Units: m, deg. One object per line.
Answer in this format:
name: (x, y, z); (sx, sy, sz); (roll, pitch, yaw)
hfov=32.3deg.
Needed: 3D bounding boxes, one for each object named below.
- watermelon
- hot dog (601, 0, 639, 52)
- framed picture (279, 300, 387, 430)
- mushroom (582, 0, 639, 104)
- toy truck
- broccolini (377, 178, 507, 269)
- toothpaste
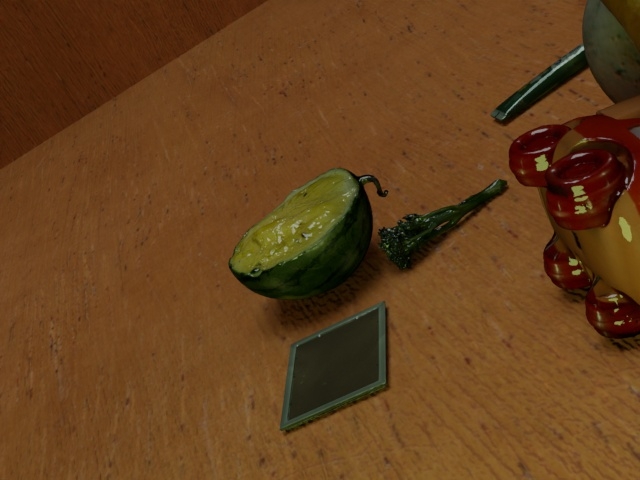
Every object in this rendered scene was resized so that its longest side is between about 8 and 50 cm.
watermelon: (-0.007, 0.004, 1.521); (0.232, 0.127, 0.204); (-35, 23, -1)
hot dog: (0.459, -0.299, 1.096); (0.367, 0.196, 0.365); (-31, 59, 3)
framed picture: (0.019, 0.151, 1.345); (0.142, 0.011, 0.183); (-26, 23, 15)
mushroom: (0.447, -0.257, 1.323); (0.244, 0.243, 0.243); (-27, 23, 13)
toy truck: (0.336, -0.051, 1.128); (0.239, 0.189, 0.265); (-23, 23, 1)
broccolini: (0.161, -0.040, 1.484); (0.201, 0.058, 0.074); (-38, 30, -10)
toothpaste: (0.349, -0.247, 1.692); (0.204, 0.031, 0.049); (-35, 21, -2)
